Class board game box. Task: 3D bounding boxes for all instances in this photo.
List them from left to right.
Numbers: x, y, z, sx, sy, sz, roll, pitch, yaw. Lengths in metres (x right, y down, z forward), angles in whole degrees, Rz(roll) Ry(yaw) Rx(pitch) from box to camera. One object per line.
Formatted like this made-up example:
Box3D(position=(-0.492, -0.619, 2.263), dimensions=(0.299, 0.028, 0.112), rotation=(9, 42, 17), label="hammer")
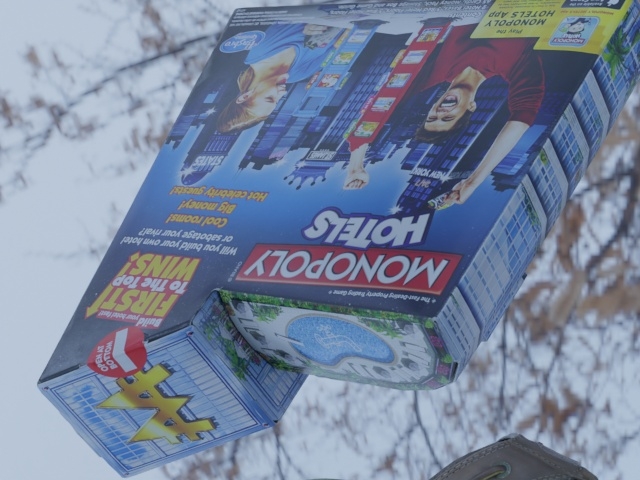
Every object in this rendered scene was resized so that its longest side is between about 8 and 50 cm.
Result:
Box3D(position=(0.000, 0.000, 0.583), dimensions=(0.194, 0.060, 0.194), rotation=(6, -127, 44), label="board game box")

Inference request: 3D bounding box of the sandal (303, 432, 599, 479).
Box3D(position=(0.081, 0.151, 0.909), dimensions=(0.303, 0.086, 0.120), rotation=(-1, -168, 35), label="sandal")
